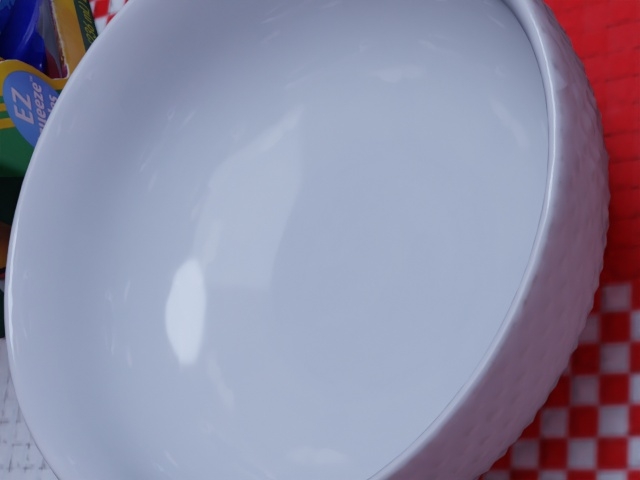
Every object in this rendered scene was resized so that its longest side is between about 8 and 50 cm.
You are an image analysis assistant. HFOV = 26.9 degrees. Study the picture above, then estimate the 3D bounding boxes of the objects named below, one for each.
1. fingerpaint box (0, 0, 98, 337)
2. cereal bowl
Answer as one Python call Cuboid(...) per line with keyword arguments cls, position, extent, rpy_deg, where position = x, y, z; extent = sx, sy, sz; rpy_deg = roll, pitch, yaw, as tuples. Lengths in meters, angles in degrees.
Cuboid(cls="fingerpaint box", position=(-0.331, -0.200, 0.875), extent=(0.163, 0.371, 0.444), rpy_deg=(-34, 55, 23))
Cuboid(cls="cereal bowl", position=(0.000, 0.000, 0.697), extent=(0.339, 0.141, 0.339), rpy_deg=(-14, 66, 32))
